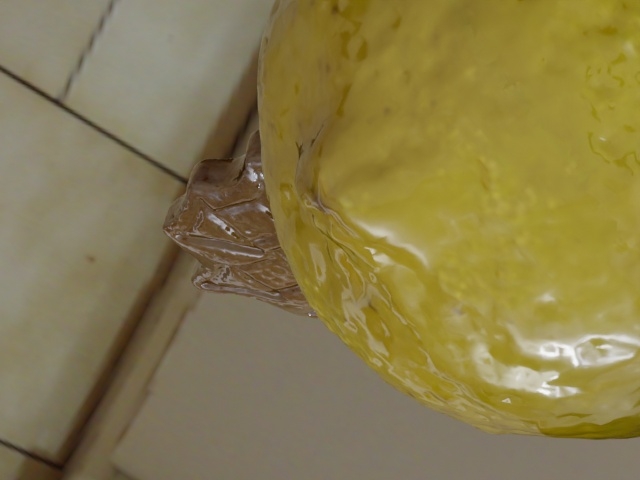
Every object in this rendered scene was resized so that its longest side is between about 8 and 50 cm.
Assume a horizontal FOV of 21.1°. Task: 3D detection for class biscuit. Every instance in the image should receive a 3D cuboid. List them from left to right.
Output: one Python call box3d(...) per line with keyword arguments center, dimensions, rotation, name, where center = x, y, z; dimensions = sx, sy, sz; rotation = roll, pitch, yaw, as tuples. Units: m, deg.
box3d(center=(0.000, 0.002, 0.992), dimensions=(0.182, 0.215, 0.034), rotation=(32, 55, -33), name="biscuit")

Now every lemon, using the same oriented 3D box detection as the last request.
box3d(center=(0.114, -0.048, 0.684), dimensions=(0.310, 0.253, 0.253), rotation=(-9, 108, -45), name="lemon")
